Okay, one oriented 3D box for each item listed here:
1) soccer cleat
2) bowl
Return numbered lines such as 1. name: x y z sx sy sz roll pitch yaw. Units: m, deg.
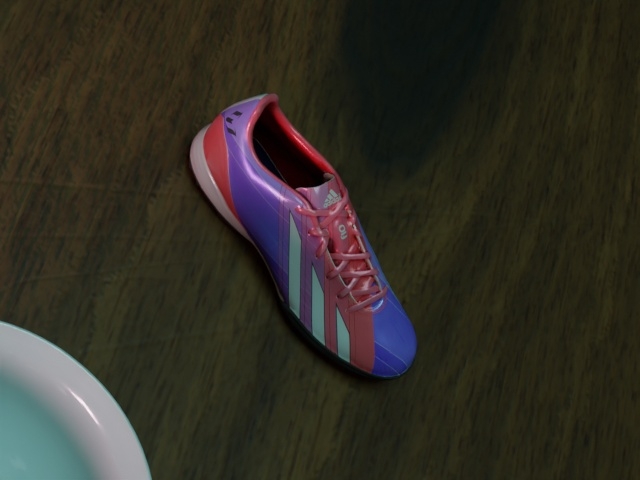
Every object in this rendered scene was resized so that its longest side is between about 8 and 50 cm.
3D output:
1. soccer cleat: 0.000 0.000 1.415 0.318 0.116 0.108 53 49 -2
2. bowl: -0.284 0.213 1.080 0.298 0.134 0.298 18 51 -24
